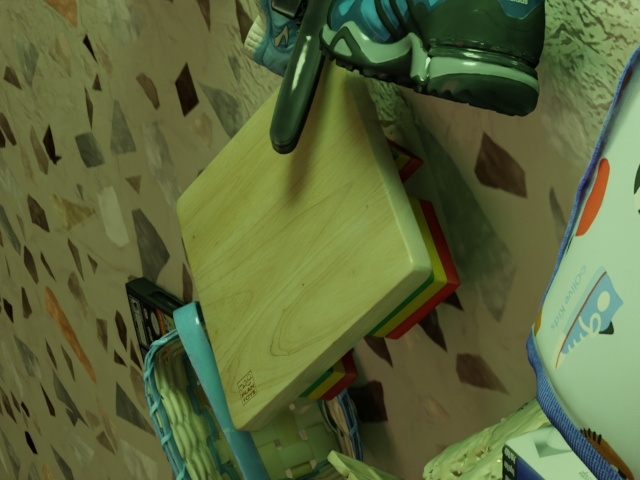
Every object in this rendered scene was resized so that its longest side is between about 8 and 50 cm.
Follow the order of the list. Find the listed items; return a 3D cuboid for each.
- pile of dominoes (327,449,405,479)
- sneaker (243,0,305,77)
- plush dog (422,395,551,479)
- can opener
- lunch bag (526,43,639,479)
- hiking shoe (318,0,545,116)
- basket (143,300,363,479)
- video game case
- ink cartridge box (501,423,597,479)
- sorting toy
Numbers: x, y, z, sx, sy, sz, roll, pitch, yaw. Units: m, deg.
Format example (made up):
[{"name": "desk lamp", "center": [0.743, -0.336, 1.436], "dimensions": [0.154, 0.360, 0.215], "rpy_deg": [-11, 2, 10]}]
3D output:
[{"name": "pile of dominoes", "center": [0.121, 0.282, 1.454], "dimensions": [0.251, 0.040, 0.196], "rpy_deg": [29, -168, -47]}, {"name": "sneaker", "center": [-0.018, -0.202, 1.538], "dimensions": [0.073, 0.063, 0.162], "rpy_deg": [42, 154, 13]}, {"name": "plush dog", "center": [0.211, 0.235, 1.303], "dimensions": [0.225, 0.210, 0.262], "rpy_deg": [54, -175, -1]}, {"name": "can opener", "center": [-0.011, -0.163, 1.440], "dimensions": [0.059, 0.073, 0.186], "rpy_deg": [31, -110, -76]}, {"name": "lunch bag", "center": [0.286, 0.017, 0.748], "dimensions": [0.385, 0.239, 0.328], "rpy_deg": [39, 122, 36]}, {"name": "hiking shoe", "center": [0.094, -0.176, 1.281], "dimensions": [0.304, 0.113, 0.132], "rpy_deg": [29, 105, 64]}, {"name": "basket", "center": [-0.071, 0.174, 1.730], "dimensions": [0.289, 0.201, 0.255], "rpy_deg": [-26, -87, -82]}, {"name": "video game case", "center": [-0.164, 0.205, 2.202], "dimensions": [0.248, 0.035, 0.275], "rpy_deg": [25, 131, 58]}, {"name": "ink cartridge box", "center": [0.195, 0.155, 1.089], "dimensions": [0.223, 0.224, 0.045], "rpy_deg": [-145, 34, -79]}, {"name": "sorting toy", "center": [0.000, 0.000, 1.501], "dimensions": [0.257, 0.089, 0.255], "rpy_deg": [-45, 49, 35]}]
